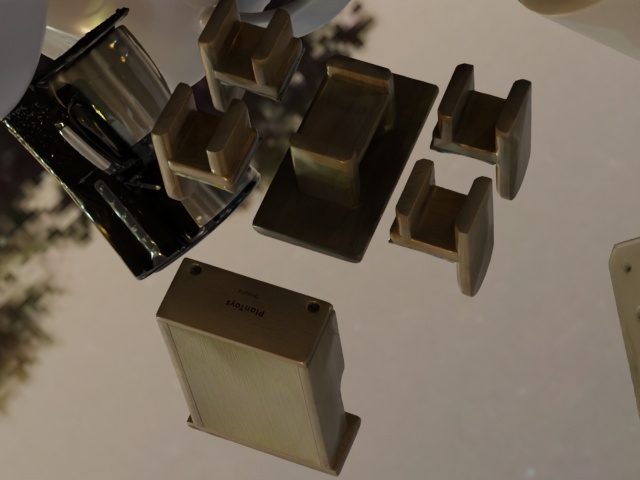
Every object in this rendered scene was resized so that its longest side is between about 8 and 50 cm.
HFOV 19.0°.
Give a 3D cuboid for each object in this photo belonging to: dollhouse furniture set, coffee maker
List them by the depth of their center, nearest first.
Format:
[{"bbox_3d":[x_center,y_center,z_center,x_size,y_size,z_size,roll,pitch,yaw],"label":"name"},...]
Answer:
[{"bbox_3d":[0.000,0.000,1.221,0.161,0.212,0.242,80,31,-59],"label":"dollhouse furniture set"},{"bbox_3d":[-0.157,-0.068,1.492,0.120,0.178,0.171,-44,-169,-30],"label":"coffee maker"}]

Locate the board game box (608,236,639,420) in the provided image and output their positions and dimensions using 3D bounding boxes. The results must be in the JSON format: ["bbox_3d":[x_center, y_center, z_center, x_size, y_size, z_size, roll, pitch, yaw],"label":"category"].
[{"bbox_3d":[0.391,0.157,1.434,0.050,0.389,0.390,-8,173,-31],"label":"board game box"}]

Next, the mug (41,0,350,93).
[{"bbox_3d":[-0.107,-0.299,1.704,0.374,0.276,0.328,17,-98,31],"label":"mug"}]

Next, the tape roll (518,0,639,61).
[{"bbox_3d":[0.252,-0.228,1.227,0.246,0.169,0.246,-38,-139,44],"label":"tape roll"}]

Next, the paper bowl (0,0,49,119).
[{"bbox_3d":[-0.249,-0.152,1.029,0.148,0.284,0.284,-10,173,-33],"label":"paper bowl"}]
